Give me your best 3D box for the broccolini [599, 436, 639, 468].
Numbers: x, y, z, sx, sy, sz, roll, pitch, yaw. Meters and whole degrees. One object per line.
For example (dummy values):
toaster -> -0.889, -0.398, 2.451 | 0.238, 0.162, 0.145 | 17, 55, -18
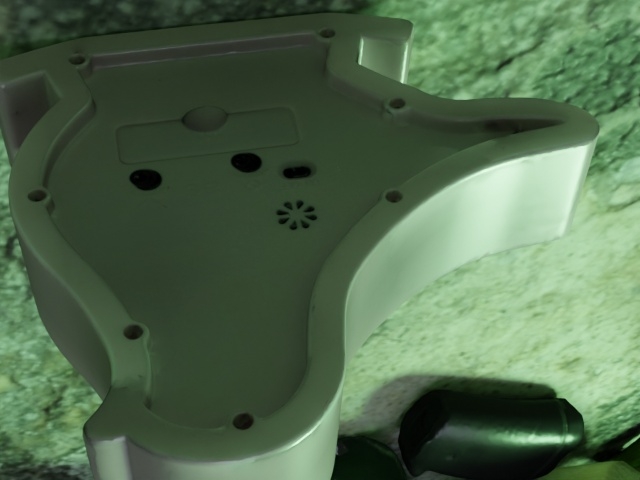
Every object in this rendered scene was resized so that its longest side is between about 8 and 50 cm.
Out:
broccolini -> 0.336, 0.151, 1.109 | 0.071, 0.057, 0.254 | 42, 123, 2

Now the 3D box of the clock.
clock -> 0.000, 0.000, 0.626 | 0.290, 0.275, 0.080 | -10, 139, -10

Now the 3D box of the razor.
razor -> 0.140, 0.162, 1.056 | 0.148, 0.054, 0.090 | 8, 134, -28

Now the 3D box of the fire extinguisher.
fire extinguisher -> 0.056, 0.288, 1.147 | 0.093, 0.118, 0.294 | -21, 140, -1

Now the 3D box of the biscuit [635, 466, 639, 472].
biscuit -> 0.433, 0.233, 1.239 | 0.291, 0.062, 0.237 | -28, 141, 19

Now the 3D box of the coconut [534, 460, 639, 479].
coconut -> 0.210, 0.299, 1.122 | 0.222, 0.202, 0.202 | -14, 146, 25
